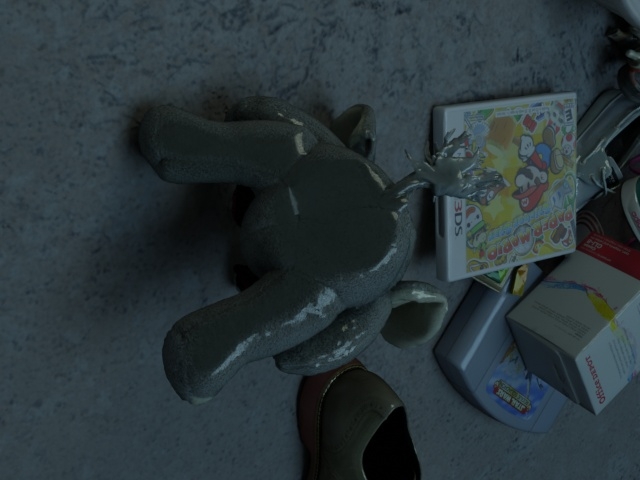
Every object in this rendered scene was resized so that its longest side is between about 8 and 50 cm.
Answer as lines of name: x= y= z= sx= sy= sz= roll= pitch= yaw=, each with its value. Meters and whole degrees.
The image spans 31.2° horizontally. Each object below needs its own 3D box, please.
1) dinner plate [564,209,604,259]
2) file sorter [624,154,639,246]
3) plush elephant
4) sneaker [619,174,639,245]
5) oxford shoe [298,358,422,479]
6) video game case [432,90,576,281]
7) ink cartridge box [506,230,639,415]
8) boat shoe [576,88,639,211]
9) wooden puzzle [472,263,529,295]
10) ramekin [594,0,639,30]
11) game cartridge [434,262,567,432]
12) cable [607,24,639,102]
dinner plate: x=0.365 y=0.028 z=1.591 sx=0.141 sy=0.017 sz=0.141 roll=1 pitch=88 yaw=-53
file sorter: x=0.560 y=0.008 z=1.671 sx=0.202 sy=0.182 sz=0.291 roll=-25 pitch=124 yaw=-32
plush elephant: x=0.000 y=0.000 z=1.114 sx=0.329 sy=0.272 sz=0.255 roll=-15 pitch=166 yaw=-2
sneaker: x=0.534 y=0.013 z=1.455 sx=0.295 sy=0.178 sz=0.124 roll=52 pitch=43 yaw=-10
oxford shoe: x=0.056 y=0.306 z=1.371 sx=0.123 sy=0.130 sz=0.348 roll=-31 pitch=128 yaw=-30
video game case: x=0.228 y=-0.069 z=1.391 sx=0.227 sy=0.026 sz=0.206 roll=-11 pitch=105 yaw=-36
ink cartridge box: x=0.353 y=0.106 z=1.478 sx=0.176 sy=0.127 sz=0.128 roll=-42 pitch=133 yaw=-15
boat shoe: x=0.360 y=-0.101 z=1.501 sx=0.227 sy=0.081 sz=0.079 roll=-53 pitch=136 yaw=-10
wooden puzzle: x=0.218 y=0.021 z=1.435 sx=0.116 sy=0.014 sz=0.079 roll=22 pitch=88 yaw=-22
ramekin: x=0.400 y=-0.382 z=1.348 sx=0.272 sy=0.127 sz=0.273 roll=-14 pitch=118 yaw=-28
game cartridge: x=0.275 y=0.152 z=1.565 sx=0.297 sy=0.062 sz=0.198 roll=36 pitch=79 yaw=-47
cable: x=0.483 y=-0.235 z=1.528 sx=0.287 sy=0.072 sz=0.140 roll=13 pitch=69 yaw=-34
